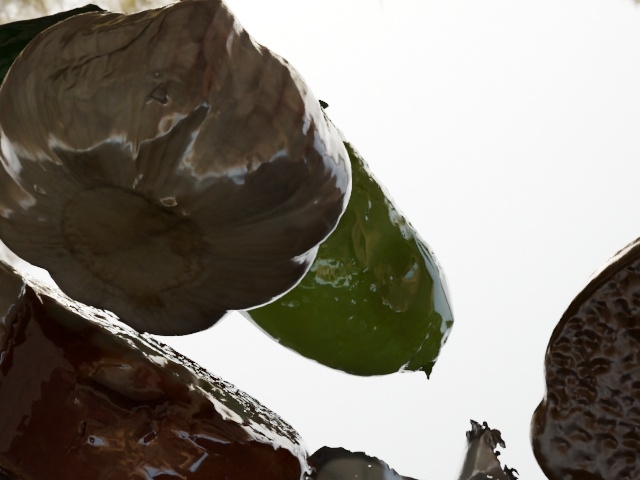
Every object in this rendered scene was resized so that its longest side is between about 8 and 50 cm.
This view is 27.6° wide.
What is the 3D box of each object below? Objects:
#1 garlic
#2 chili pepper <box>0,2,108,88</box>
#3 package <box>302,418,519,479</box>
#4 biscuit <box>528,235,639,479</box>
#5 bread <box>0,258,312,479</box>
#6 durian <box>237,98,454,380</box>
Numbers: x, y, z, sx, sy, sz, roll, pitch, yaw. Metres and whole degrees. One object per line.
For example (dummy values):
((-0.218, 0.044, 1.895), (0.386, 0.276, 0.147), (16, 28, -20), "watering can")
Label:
((-0.083, -0.072, 0.780), (0.218, 0.218, 0.212), (-9, -139, 19), "garlic")
((-0.353, -0.096, 1.209), (0.385, 0.167, 0.213), (-31, -174, -21), "chili pepper")
((0.115, 0.178, 0.593), (0.194, 0.269, 0.071), (-13, -141, 55), "package")
((0.337, 0.163, 0.978), (0.359, 0.381, 0.074), (-38, -179, 36), "biscuit")
((-0.159, 0.109, 0.901), (0.114, 0.327, 0.295), (-61, 174, -6), "bread")
((0.000, 0.000, 1.281), (0.204, 0.340, 0.256), (-47, 170, 19), "durian")
